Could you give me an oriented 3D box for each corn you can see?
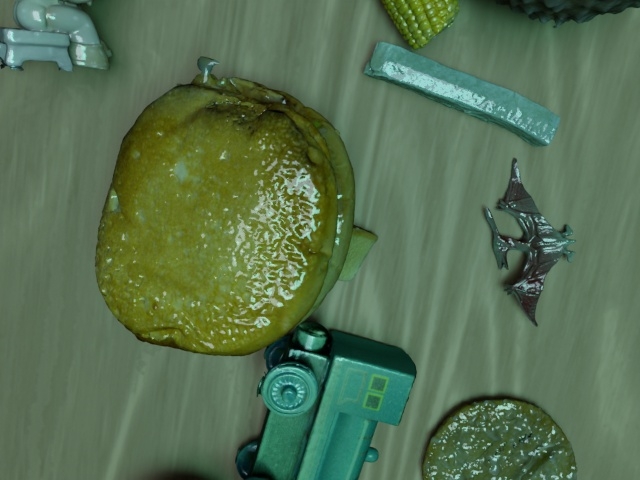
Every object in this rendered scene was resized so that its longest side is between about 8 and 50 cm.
[{"bbox_3d":[0.078,-0.343,0.587,0.081,0.081,0.248,-31,95,6],"label":"corn"}]

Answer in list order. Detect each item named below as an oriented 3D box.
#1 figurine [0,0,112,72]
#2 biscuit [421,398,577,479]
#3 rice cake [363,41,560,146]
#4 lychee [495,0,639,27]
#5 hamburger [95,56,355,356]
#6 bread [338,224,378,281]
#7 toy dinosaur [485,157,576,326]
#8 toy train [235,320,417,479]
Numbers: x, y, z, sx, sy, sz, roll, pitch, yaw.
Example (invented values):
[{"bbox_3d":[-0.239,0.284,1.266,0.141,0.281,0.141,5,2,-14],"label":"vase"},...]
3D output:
[{"bbox_3d":[-0.319,-0.319,0.553,0.144,0.182,0.256,-5,116,-15],"label":"figurine"},{"bbox_3d":[0.248,0.320,0.713,0.220,0.033,0.220,0,101,1],"label":"biscuit"},{"bbox_3d":[0.174,-0.180,0.630,0.245,0.042,0.045,21,95,-1],"label":"rice cake"},{"bbox_3d":[0.256,-0.358,0.492,0.300,0.300,0.300,0,99,2],"label":"lychee"},{"bbox_3d":[-0.108,-0.033,0.580,0.290,0.170,0.314,18,97,15],"label":"hamburger"},{"bbox_3d":[0.000,0.000,0.677,0.109,0.080,0.084,32,101,32],"label":"bread"},{"bbox_3d":[0.271,0.002,0.662,0.108,0.032,0.220,-6,89,6],"label":"toy dinosaur"},{"bbox_3d":[-0.004,0.259,0.671,0.194,0.120,0.298,16,99,-6],"label":"toy train"}]
